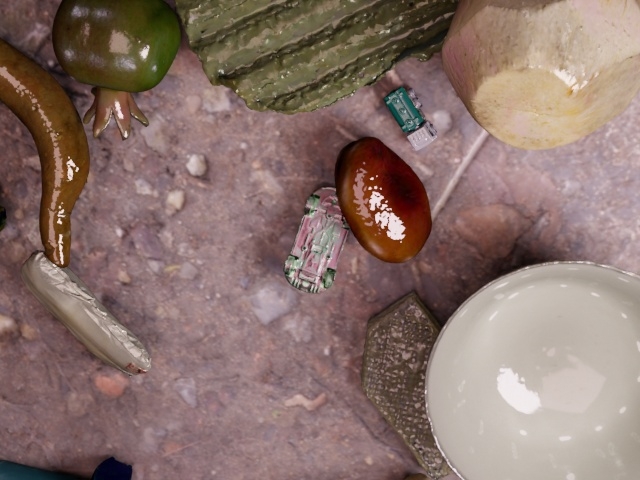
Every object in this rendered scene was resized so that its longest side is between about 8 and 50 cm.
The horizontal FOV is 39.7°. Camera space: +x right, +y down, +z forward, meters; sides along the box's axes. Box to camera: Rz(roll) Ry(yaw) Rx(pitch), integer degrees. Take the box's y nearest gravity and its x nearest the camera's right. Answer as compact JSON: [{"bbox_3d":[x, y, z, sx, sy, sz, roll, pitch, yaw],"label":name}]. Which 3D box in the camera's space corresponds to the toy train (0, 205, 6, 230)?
[{"bbox_3d":[-0.551,-0.046,1.236,0.225,0.090,0.137,25,117,1],"label":"toy train"}]

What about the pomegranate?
[{"bbox_3d":[-0.254,-0.226,1.112,0.152,0.131,0.191,10,127,6],"label":"pomegranate"}]

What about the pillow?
[{"bbox_3d":[-0.328,0.105,1.240,0.229,0.051,0.128,45,152,-5],"label":"pillow"}]

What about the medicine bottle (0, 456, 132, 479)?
[{"bbox_3d":[-0.415,0.381,1.349,0.258,0.079,0.124,9,112,7],"label":"medicine bottle"}]

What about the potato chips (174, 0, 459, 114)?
[{"bbox_3d":[0.007,-0.354,1.051,0.429,0.070,0.359,-23,104,16],"label":"potato chips"}]

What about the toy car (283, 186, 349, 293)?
[{"bbox_3d":[0.000,0.000,1.170,0.069,0.055,0.142,19,88,1],"label":"toy car"}]

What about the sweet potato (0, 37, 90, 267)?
[{"bbox_3d":[-0.365,-0.139,1.164,0.108,0.079,0.346,-21,96,-5],"label":"sweet potato"}]

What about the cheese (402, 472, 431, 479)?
[{"bbox_3d":[0.073,0.485,1.215,0.104,0.384,0.384,39,109,-10],"label":"cheese"}]

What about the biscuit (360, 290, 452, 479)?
[{"bbox_3d":[0.146,0.202,1.214,0.147,0.046,0.250,-34,99,18],"label":"biscuit"}]

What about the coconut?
[{"bbox_3d":[0.254,-0.222,0.989,0.237,0.237,0.197,50,144,-7],"label":"coconut"}]

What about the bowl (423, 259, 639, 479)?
[{"bbox_3d":[0.298,0.165,1.115,0.337,0.157,0.337,2,105,7],"label":"bowl"}]

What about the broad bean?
[{"bbox_3d":[0.079,-0.050,1.125,0.114,0.084,0.165,-39,101,-4],"label":"broad bean"}]

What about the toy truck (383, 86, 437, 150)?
[{"bbox_3d":[0.112,-0.152,1.109,0.039,0.044,0.083,-30,100,20],"label":"toy truck"}]
